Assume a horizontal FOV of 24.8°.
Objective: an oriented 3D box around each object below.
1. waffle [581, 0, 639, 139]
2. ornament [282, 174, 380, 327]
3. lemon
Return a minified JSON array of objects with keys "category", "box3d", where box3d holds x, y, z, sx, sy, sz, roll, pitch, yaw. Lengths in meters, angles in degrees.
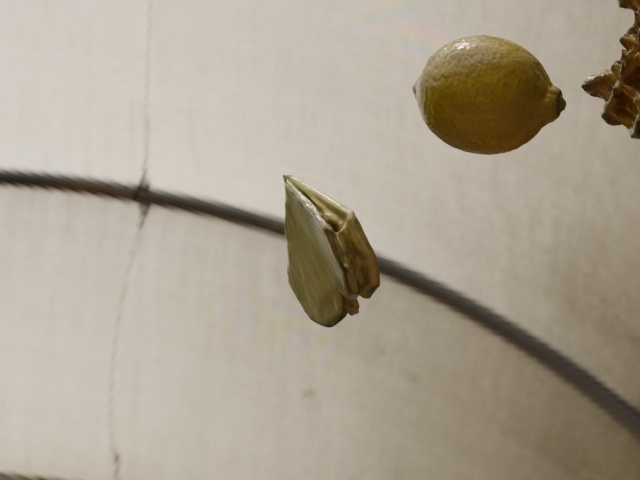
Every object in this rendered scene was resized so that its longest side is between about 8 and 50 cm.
[{"category":"waffle","box3d":[0.409,-0.270,1.666,0.261,0.151,0.324,15,-59,57]},{"category":"ornament","box3d":[0.000,0.000,1.678,0.059,0.180,0.201,-23,-12,-18]},{"category":"lemon","box3d":[0.086,-0.075,0.752,0.083,0.062,0.062,10,-31,22]}]
